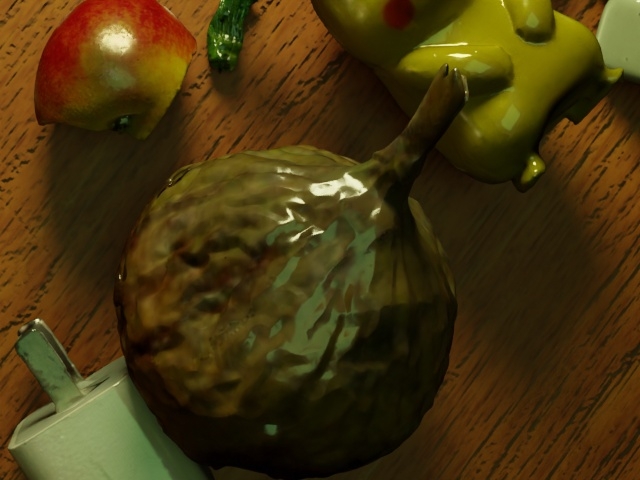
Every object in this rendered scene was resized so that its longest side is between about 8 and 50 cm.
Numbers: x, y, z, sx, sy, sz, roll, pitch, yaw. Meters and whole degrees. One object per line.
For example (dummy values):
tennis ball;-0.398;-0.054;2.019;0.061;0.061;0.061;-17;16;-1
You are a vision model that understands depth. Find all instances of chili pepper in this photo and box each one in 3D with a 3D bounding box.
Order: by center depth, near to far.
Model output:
chili pepper;-0.080;-0.195;0.990;0.030;0.034;0.091;21;88;-44

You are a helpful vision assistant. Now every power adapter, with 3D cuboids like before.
power adapter;-0.195;0.158;0.933;0.125;0.130;0.205;-33;97;-7

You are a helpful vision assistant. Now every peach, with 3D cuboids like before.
peach;-0.172;-0.149;0.926;0.151;0.151;0.118;-11;108;-9

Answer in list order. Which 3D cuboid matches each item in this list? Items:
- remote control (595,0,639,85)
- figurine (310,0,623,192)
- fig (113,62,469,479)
remote control;0.386;-0.151;0.970;0.310;0.038;0.090;22;109;32
figurine;0.105;-0.199;0.954;0.326;0.169;0.218;46;69;-12
fig;0.000;0.000;0.843;0.286;0.286;0.368;18;130;-11
